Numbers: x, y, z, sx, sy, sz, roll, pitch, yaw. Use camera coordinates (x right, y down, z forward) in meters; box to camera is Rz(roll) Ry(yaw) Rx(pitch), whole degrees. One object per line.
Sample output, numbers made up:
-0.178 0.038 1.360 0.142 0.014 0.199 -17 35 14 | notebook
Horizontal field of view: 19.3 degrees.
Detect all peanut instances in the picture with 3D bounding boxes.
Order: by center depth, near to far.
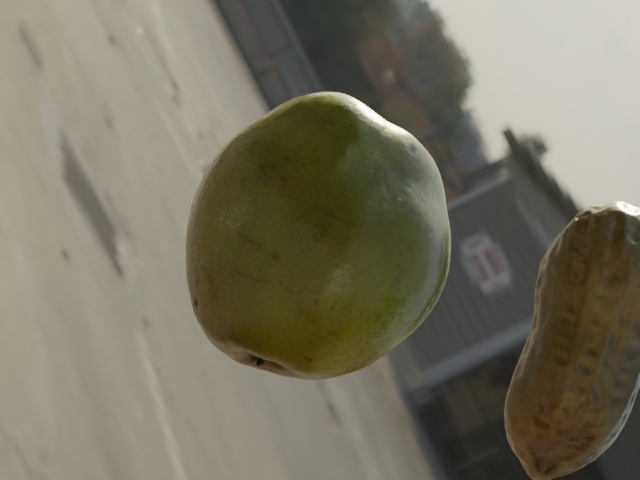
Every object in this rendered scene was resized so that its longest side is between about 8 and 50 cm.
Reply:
0.214 0.083 1.515 0.110 0.236 0.120 9 15 -36 | peanut

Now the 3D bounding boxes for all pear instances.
0.001 0.000 1.289 0.198 0.198 0.198 63 2 -4 | pear
